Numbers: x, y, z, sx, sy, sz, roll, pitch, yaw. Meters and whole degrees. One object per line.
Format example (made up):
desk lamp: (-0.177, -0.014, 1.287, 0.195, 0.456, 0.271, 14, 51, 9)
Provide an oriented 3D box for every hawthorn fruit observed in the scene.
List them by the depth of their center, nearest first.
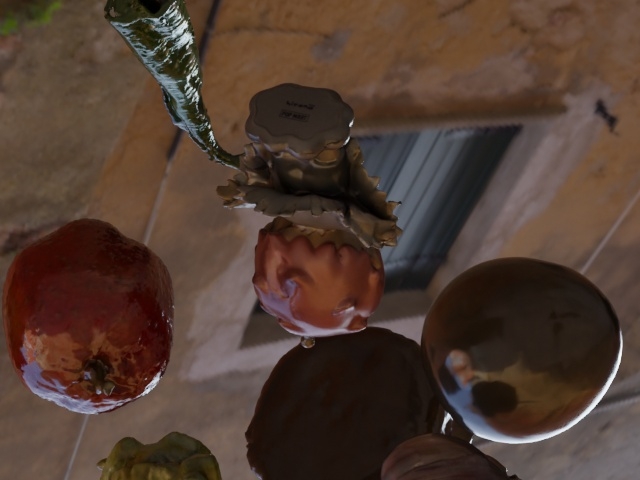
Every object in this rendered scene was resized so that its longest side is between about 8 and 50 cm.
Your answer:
hawthorn fruit: (-0.255, 0.097, 1.332, 0.205, 0.205, 0.253, 12, -154, -15)

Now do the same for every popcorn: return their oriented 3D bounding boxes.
popcorn: (-0.213, 0.347, 1.617, 0.185, 0.167, 0.187, 2, -163, -5)

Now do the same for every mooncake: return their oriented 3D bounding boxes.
mooncake: (0.061, 0.295, 1.833, 0.187, 0.324, 0.324, 48, -161, -49)

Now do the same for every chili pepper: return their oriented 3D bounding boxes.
chili pepper: (-0.155, -0.185, 1.399, 0.085, 0.359, 0.076, -22, -115, 3)

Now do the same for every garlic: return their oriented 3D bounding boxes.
garlic: (0.187, 0.339, 1.424, 0.256, 0.207, 0.207, 9, -135, -14)

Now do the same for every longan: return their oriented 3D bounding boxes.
longan: (0.261, 0.141, 1.572, 0.258, 0.258, 0.258, 13, -136, -13)

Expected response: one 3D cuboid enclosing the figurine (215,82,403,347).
figurine: (0.000, 0.000, 1.314, 0.207, 0.387, 0.166, 10, -128, 17)
